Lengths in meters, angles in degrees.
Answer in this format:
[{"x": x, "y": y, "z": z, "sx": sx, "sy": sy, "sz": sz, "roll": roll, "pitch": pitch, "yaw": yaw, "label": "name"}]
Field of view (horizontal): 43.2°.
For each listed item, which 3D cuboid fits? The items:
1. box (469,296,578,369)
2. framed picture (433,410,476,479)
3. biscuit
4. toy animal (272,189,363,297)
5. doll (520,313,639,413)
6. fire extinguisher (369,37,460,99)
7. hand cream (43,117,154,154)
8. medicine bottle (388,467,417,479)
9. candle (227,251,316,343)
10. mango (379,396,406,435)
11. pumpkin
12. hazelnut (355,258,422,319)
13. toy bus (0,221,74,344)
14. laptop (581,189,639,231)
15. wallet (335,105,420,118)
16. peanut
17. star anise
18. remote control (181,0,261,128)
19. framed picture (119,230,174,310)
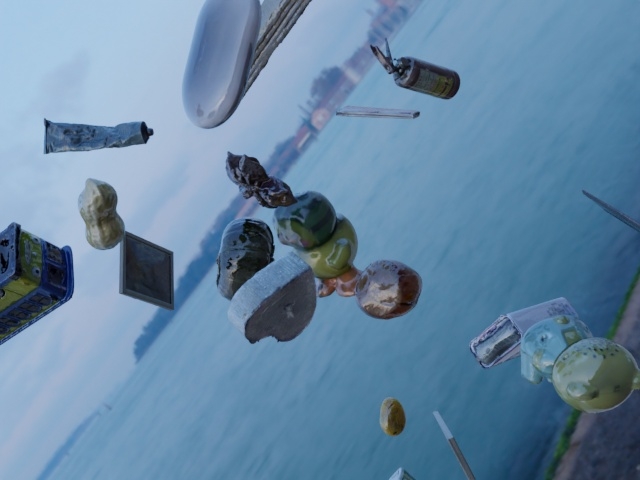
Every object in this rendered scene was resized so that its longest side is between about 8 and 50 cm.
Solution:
[{"x": 0.633, "y": 0.282, "z": 2.509, "sx": 0.369, "sy": 0.112, "sz": 0.190, "roll": -6, "pitch": -35, "yaw": -46, "label": "box"}, {"x": 0.376, "y": 0.589, "z": 2.054, "sx": 0.020, "sy": 0.290, "sz": 0.211, "roll": -28, "pitch": 6, "yaw": 2, "label": "framed picture"}, {"x": -0.153, "y": -0.575, "z": 2.244, "sx": 0.426, "sy": 0.078, "sz": 0.144, "roll": -51, "pitch": 32, "yaw": 23, "label": "biscuit"}, {"x": 0.001, "y": -0.003, "z": 2.289, "sx": 0.216, "sy": 0.338, "sz": 0.191, "roll": -2, "pitch": 41, "yaw": 46, "label": "toy animal"}, {"x": 0.552, "y": 0.263, "z": 1.713, "sx": 0.261, "sy": 0.177, "sz": 0.162, "roll": -131, "pitch": 36, "yaw": -67, "label": "doll"}, {"x": 0.209, "y": -0.393, "z": 1.868, "sx": 0.252, "sy": 0.106, "sz": 0.075, "roll": 4, "pitch": -47, "yaw": -41, "label": "fire extinguisher"}, {"x": -0.488, "y": -0.233, "z": 1.766, "sx": 0.052, "sy": 0.247, "sz": 0.075, "roll": 84, "pitch": -174, "yaw": -64, "label": "hand cream"}, {"x": 0.278, "y": 0.742, "z": 2.313, "sx": 0.069, "sy": 0.183, "sz": 0.119, "roll": -49, "pitch": -2, "yaw": 12, "label": "medicine bottle"}, {"x": -0.074, "y": 0.106, "z": 1.480, "sx": 0.192, "sy": 0.068, "sz": 0.168, "roll": 14, "pitch": -70, "yaw": -56, "label": "candle"}, {"x": 0.209, "y": 0.512, "z": 2.350, "sx": 0.079, "sy": 0.114, "sz": 0.057, "roll": -11, "pitch": 0, "yaw": -5, "label": "mango"}, {"x": -0.188, "y": 0.052, "z": 2.058, "sx": 0.223, "sy": 0.157, "sz": 0.224, "roll": -175, "pitch": 90, "yaw": -87, "label": "pumpkin"}, {"x": 0.154, "y": 0.112, "z": 1.831, "sx": 0.154, "sy": 0.143, "sz": 0.143, "roll": -36, "pitch": 11, "yaw": 23, "label": "hazelnut"}, {"x": -0.662, "y": 0.100, "z": 1.665, "sx": 0.287, "sy": 0.175, "sz": 0.138, "roll": -30, "pitch": 53, "yaw": 22, "label": "toy bus"}, {"x": 0.608, "y": -0.034, "z": 1.579, "sx": 0.135, "sy": 0.197, "sz": 0.016, "roll": 21, "pitch": -75, "yaw": -49, "label": "laptop"}, {"x": 0.146, "y": -0.320, "z": 2.022, "sx": 0.103, "sy": 0.196, "sz": 0.020, "roll": -40, "pitch": -47, "yaw": -67, "label": "wallet"}, {"x": -0.405, "y": -0.047, "z": 1.495, "sx": 0.082, "sy": 0.082, "sz": 0.187, "roll": -56, "pitch": -20, "yaw": -38, "label": "peanut"}, {"x": -0.163, "y": -0.145, "z": 2.029, "sx": 0.073, "sy": 0.212, "sz": 0.197, "roll": -57, "pitch": 18, "yaw": -16, "label": "star anise"}, {"x": -0.220, "y": -0.407, "z": 1.768, "sx": 0.221, "sy": 0.103, "sz": 0.332, "roll": 20, "pitch": 96, "yaw": 52, "label": "remote control"}, {"x": -0.487, "y": 0.088, "z": 2.282, "sx": 0.016, "sy": 0.184, "sz": 0.250, "roll": -11, "pitch": -20, "yaw": 21, "label": "framed picture"}]
